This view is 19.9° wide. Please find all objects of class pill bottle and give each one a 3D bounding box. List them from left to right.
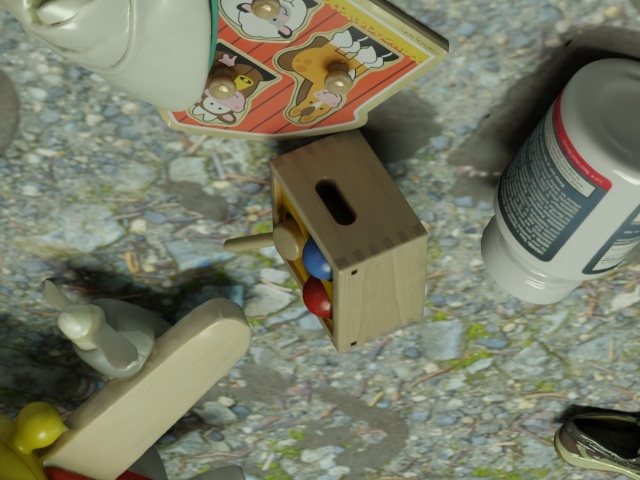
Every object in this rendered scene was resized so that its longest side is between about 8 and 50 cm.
[{"bbox_3d":[0.184,-0.035,1.286,0.108,0.108,0.180,12,144,-16],"label":"pill bottle"}]

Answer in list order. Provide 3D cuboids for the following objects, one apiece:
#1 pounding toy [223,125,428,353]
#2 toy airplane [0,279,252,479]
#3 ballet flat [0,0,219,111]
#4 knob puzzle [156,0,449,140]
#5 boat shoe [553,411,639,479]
[{"bbox_3d":[0.000,0.000,1.333,0.100,0.141,0.130,-23,148,-15],"label":"pounding toy"},{"bbox_3d":[-0.249,0.198,1.547,0.386,0.272,0.384,-29,164,-20],"label":"toy airplane"},{"bbox_3d":[-0.139,-0.199,1.023,0.139,0.139,0.400,2,143,-2],"label":"ballet flat"},{"bbox_3d":[-0.040,-0.116,1.242,0.213,0.030,0.213,1,146,0],"label":"knob puzzle"},{"bbox_3d":[0.289,0.186,1.644,0.152,0.056,0.049,5,150,-6],"label":"boat shoe"}]
